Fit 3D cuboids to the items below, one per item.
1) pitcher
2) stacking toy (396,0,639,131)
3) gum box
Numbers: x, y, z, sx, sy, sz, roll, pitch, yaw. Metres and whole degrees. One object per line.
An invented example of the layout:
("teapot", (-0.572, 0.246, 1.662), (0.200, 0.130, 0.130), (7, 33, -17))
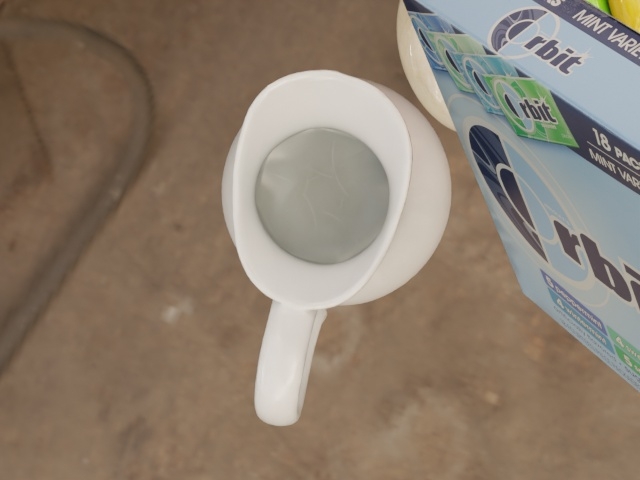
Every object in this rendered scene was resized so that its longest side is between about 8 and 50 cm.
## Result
("pitcher", (0.000, 0.000, 0.917), (0.125, 0.207, 0.178), (14, 95, 4))
("stacking toy", (0.215, -0.168, 1.200), (0.330, 0.141, 0.141), (-11, 66, 44))
("gum box", (0.111, -0.011, 0.658), (0.041, 0.184, 0.157), (-36, 43, -10))
